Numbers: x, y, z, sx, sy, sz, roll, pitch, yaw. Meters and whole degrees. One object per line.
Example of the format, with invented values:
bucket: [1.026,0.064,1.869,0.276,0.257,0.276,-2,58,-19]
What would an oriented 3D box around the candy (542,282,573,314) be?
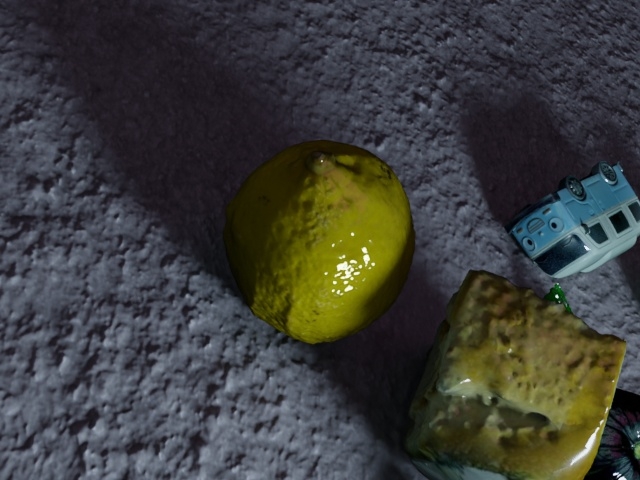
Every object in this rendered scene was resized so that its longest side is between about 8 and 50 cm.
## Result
candy: [0.396,0.179,1.825,0.141,0.078,0.203,39,49,-5]

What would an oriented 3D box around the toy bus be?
toy bus: [0.476,-0.030,2.004,0.271,0.133,0.165,-21,76,-46]

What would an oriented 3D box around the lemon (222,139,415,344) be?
lemon: [0.000,0.000,1.512,0.268,0.322,0.268,-3,63,5]

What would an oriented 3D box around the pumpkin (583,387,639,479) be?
pumpkin: [0.455,0.327,1.707,0.202,0.140,0.202,6,75,-25]

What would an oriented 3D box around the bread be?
bread: [0.238,0.239,1.519,0.239,0.395,0.264,23,69,4]
